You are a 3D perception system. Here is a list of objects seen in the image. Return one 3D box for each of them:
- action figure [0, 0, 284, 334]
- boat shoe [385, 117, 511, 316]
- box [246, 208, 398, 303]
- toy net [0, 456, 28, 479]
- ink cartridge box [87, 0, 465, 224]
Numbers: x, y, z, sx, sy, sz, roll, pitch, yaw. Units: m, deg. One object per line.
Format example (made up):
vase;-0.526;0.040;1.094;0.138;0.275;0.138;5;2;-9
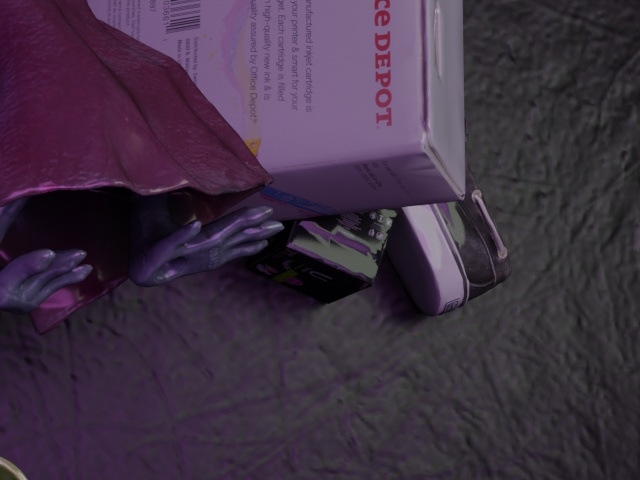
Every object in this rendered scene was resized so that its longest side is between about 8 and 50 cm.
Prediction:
action figure;-0.179;-0.128;1.013;0.276;0.248;0.370;-31;74;8
boat shoe;0.056;-0.063;1.224;0.070;0.078;0.219;-25;97;-21
box;0.000;0.000;1.185;0.062;0.083;0.052;24;73;-14
toy net;-0.276;0.190;1.078;0.232;0.045;0.122;-43;96;-20
ink cartridge box;-0.026;-0.095;1.123;0.212;0.093;0.154;-8;69;19
